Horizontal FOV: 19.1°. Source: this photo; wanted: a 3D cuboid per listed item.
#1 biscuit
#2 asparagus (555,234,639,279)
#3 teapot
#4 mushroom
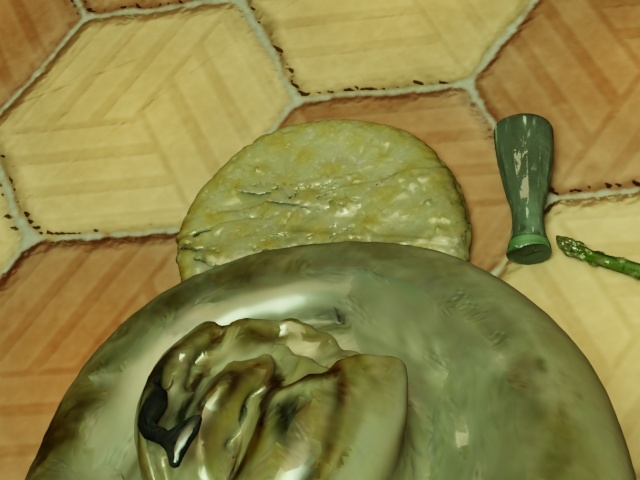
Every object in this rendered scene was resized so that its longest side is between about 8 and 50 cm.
[{"bbox_3d":[0.000,-0.001,1.332,0.220,0.033,0.219,-8,52,11],"label":"biscuit"},{"bbox_3d":[0.205,0.017,1.264,0.114,0.014,0.015,18,28,28],"label":"asparagus"},{"bbox_3d":[0.141,-0.033,1.307,0.043,0.043,0.110,-6,56,13],"label":"teapot"},{"bbox_3d":[-0.006,0.146,1.052,0.362,0.294,0.362,-9,50,11],"label":"mushroom"}]
